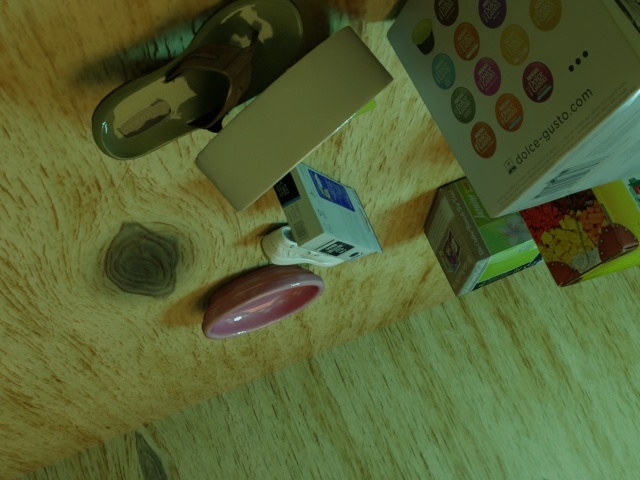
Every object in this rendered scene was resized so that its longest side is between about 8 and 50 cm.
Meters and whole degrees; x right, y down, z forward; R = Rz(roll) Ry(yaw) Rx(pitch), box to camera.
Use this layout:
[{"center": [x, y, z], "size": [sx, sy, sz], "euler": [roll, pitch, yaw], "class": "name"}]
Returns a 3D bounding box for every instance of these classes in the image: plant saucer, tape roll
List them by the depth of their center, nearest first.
[{"center": [-0.037, -0.167, 1.240], "size": [0.286, 0.100, 0.286], "euler": [-40, -174, 5], "class": "tape roll"}, {"center": [-0.155, 0.149, 2.288], "size": [0.332, 0.084, 0.332], "euler": [-22, 164, -6], "class": "plant saucer"}]

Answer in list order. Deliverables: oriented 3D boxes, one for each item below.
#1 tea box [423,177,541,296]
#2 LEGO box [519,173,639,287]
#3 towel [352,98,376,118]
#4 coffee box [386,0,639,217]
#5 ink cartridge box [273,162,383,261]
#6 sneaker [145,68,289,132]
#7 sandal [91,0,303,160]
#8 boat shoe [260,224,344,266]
[{"center": [0.471, -0.043, 2.317], "size": [0.324, 0.219, 0.329], "euler": [-22, 163, -9], "class": "tea box"}, {"center": [0.675, -0.134, 2.051], "size": [0.500, 0.372, 0.193], "euler": [-10, 159, -38], "class": "LEGO box"}, {"center": [-0.018, -0.196, 1.524], "size": [0.237, 0.021, 0.102], "euler": [-26, 169, 4], "class": "towel"}, {"center": [0.358, -0.280, 1.221], "size": [0.338, 0.334, 0.337], "euler": [-16, 161, -31], "class": "coffee box"}, {"center": [0.016, -0.049, 1.764], "size": [0.065, 0.165, 0.333], "euler": [-30, 162, 18], "class": "ink cartridge box"}, {"center": [-0.143, -0.189, 1.227], "size": [0.235, 0.097, 0.084], "euler": [-17, 162, -22], "class": "sneaker"}, {"center": [-0.143, -0.189, 1.111], "size": [0.303, 0.086, 0.120], "euler": [-37, 124, -1], "class": "sandal"}, {"center": [0.000, 0.000, 2.013], "size": [0.277, 0.098, 0.096], "euler": [-7, 157, -42], "class": "boat shoe"}]
